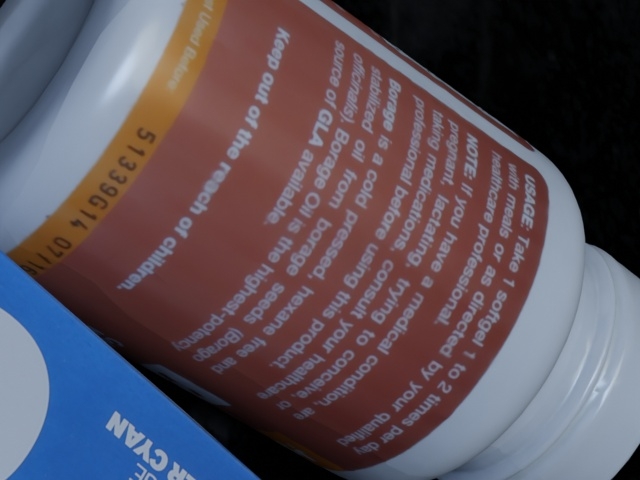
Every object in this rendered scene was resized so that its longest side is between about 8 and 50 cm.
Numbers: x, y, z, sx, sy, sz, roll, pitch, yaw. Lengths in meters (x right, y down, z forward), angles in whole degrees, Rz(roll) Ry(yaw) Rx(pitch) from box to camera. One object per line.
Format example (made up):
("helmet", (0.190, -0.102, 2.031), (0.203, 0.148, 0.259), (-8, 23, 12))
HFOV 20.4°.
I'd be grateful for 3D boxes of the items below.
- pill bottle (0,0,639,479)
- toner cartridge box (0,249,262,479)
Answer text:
("pill bottle", (0.000, 0.000, 0.538), (0.216, 0.121, 0.121), (33, 57, -26))
("toner cartridge box", (-0.145, 0.059, 0.433), (0.348, 0.075, 0.165), (43, 54, -19))
